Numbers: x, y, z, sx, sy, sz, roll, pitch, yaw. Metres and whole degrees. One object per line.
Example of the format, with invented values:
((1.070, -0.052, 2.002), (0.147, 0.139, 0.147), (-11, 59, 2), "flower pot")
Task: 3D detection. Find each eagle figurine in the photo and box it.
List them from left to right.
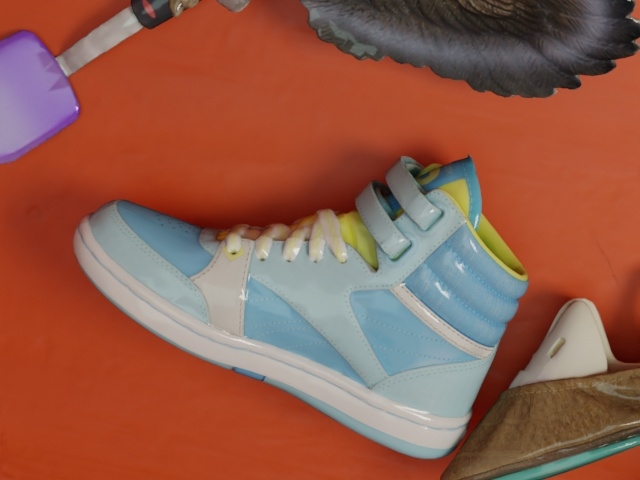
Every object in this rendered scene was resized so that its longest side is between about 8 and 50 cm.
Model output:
((0.046, -0.211, 0.878), (0.298, 0.225, 0.226), (-5, 141, -15), "eagle figurine")

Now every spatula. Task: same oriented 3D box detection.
((-0.150, -0.154, 1.015), (0.296, 0.030, 0.084), (-29, 98, 15), "spatula")

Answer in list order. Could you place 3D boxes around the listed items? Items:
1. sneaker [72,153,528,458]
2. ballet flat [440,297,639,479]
((0.000, 0.000, 0.980), (0.319, 0.127, 0.208), (26, 109, -7), "sneaker")
((0.241, 0.089, 0.974), (0.342, 0.116, 0.124), (-16, 81, 13), "ballet flat")
